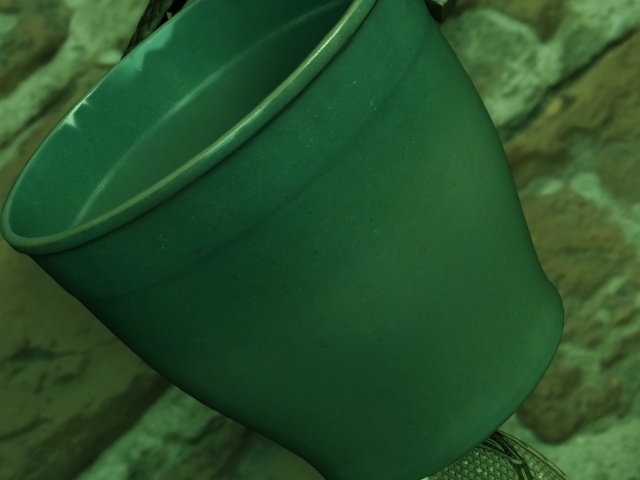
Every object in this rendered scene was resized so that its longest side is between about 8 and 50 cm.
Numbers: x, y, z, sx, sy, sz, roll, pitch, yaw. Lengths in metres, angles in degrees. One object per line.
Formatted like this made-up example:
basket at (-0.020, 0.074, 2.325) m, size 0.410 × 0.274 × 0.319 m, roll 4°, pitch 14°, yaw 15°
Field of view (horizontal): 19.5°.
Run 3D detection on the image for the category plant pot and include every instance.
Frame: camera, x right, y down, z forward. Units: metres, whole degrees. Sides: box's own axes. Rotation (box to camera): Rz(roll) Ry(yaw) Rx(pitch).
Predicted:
plant pot at (0.000, 0.000, 1.080) m, size 0.272 × 0.271 × 0.255 m, roll -39°, pitch 111°, yaw 0°

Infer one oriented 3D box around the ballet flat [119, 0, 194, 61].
ballet flat at (-0.112, -0.094, 1.188) m, size 0.057 × 0.049 × 0.173 m, roll 19°, pitch 89°, yaw 1°

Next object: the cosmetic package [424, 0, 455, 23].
cosmetic package at (0.082, -0.270, 1.165) m, size 0.127 × 0.107 × 0.238 m, roll 28°, pitch 92°, yaw 3°

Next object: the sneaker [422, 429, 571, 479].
sneaker at (0.173, 0.233, 1.125) m, size 0.343 × 0.146 × 0.134 m, roll 44°, pitch 73°, yaw 0°
